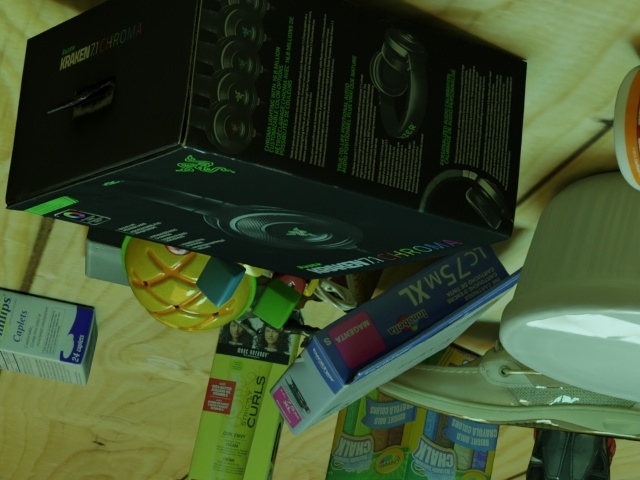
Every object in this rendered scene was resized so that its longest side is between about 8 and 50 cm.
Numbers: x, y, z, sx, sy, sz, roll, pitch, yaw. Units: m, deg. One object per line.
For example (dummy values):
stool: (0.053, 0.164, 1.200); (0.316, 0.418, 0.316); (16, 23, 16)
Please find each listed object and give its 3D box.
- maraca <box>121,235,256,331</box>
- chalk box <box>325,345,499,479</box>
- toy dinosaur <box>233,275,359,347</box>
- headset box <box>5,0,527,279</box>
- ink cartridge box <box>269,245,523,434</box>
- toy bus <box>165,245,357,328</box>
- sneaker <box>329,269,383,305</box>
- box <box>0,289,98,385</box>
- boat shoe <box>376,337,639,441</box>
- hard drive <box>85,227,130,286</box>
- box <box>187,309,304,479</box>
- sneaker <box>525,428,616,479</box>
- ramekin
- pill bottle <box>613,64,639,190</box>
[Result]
maraca: (-0.125, 0.013, 1.780); (0.127, 0.099, 0.185); (-1, 136, 12)
chalk box: (0.100, 0.225, 2.099); (0.132, 0.213, 0.132); (25, 159, -36)
toy dinosaur: (-0.027, 0.062, 1.930); (0.118, 0.064, 0.268); (29, 154, -28)
headset box: (-0.048, -0.075, 1.324); (0.283, 0.131, 0.246); (15, 164, -34)
ink cartridge box: (0.064, 0.086, 1.767); (0.186, 0.065, 0.311); (-30, 174, -16)
toy bus: (-0.054, -0.032, 1.547); (0.191, 0.104, 0.202); (38, -161, 18)
sneaker: (0.000, 0.000, 1.712); (0.084, 0.069, 0.185); (16, 161, 23)
box: (-0.335, 0.113, 2.274); (0.137, 0.072, 0.126); (11, 164, -1)
boat shoe: (0.209, 0.140, 1.962); (0.302, 0.098, 0.109); (6, 176, 11)
hard drive: (-0.190, 0.020, 1.961); (0.094, 0.022, 0.135); (13, 163, -4)
box: (-0.082, 0.183, 2.053); (0.087, 0.232, 0.058); (10, 166, 8)
sneaker: (0.286, 0.260, 2.227); (0.098, 0.135, 0.276); (7, 164, 10)
ramekin: (0.282, 0.040, 1.530); (0.273, 0.127, 0.273); (11, 164, 3)
pill bottle: (0.272, -0.073, 1.240); (0.152, 0.086, 0.086); (1, 160, 32)
